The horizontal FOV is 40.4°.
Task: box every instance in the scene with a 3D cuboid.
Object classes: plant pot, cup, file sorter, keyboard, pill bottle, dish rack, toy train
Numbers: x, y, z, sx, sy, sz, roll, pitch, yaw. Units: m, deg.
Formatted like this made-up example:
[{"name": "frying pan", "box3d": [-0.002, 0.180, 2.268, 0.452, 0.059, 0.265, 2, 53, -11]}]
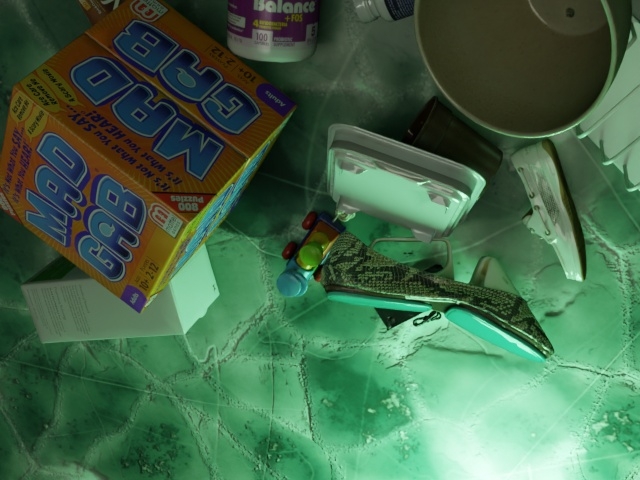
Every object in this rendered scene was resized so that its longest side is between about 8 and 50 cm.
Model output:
[{"name": "plant pot", "box3d": [0.237, -0.155, 1.614, 0.165, 0.167, 0.167, 30, 119, -6]}, {"name": "cup", "box3d": [0.346, -0.360, 1.359, 0.331, 0.237, 0.331, 26, 137, 27]}, {"name": "file sorter", "box3d": [0.547, -0.206, 1.480, 0.277, 0.173, 0.193, 45, 117, -5]}, {"name": "keyboard", "box3d": [0.202, 0.130, 1.822, 0.180, 0.023, 0.108, -30, 95, 27]}, {"name": "pill bottle", "box3d": [-0.079, -0.484, 1.552, 0.169, 0.169, 0.301, 11, 116, 13]}, {"name": "pill bottle", "box3d": [0.146, -0.444, 1.542, 0.169, 0.094, 0.094, -13, 109, 22]}, {"name": "dish rack", "box3d": [0.133, -0.088, 1.573, 0.285, 0.333, 0.072, 21, 76, 5]}, {"name": "toy train", "box3d": [0.000, 0.000, 1.757, 0.105, 0.143, 0.248, 35, 119, 0]}]

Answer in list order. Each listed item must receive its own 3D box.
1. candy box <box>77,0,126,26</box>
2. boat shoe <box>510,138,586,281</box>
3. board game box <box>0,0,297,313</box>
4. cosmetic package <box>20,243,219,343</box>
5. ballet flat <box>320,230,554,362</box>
[{"name": "candy box", "box3d": [-0.390, -0.499, 1.709, 0.186, 0.053, 0.109, -23, 105, 26]}, {"name": "boat shoe", "box3d": [0.427, -0.049, 1.634, 0.096, 0.098, 0.277, -16, 98, 23]}, {"name": "board game box", "box3d": [-0.328, -0.160, 1.609, 0.356, 0.356, 0.356, 37, 142, -1]}, {"name": "cosmetic package", "box3d": [-0.435, 0.111, 1.913, 0.365, 0.197, 0.155, -7, 110, 18]}, {"name": "ballet flat", "box3d": [0.245, 0.087, 1.706, 0.483, 0.164, 0.182, 17, 77, -1]}]
